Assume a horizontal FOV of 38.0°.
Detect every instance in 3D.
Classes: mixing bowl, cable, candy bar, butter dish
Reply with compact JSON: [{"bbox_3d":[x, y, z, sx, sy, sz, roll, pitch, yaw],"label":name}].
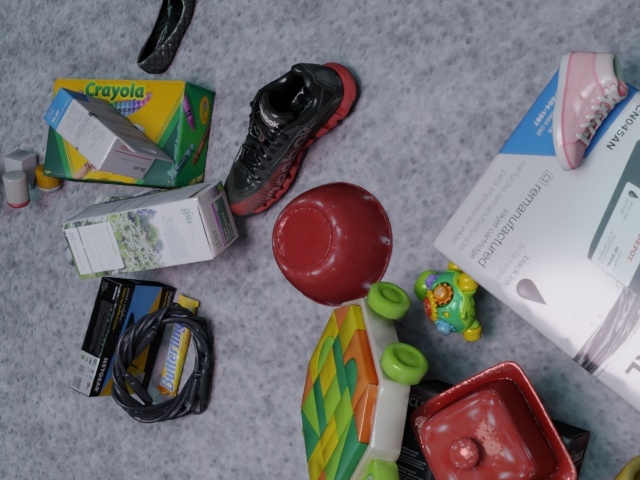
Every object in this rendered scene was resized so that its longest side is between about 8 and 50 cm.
[{"bbox_3d":[0.000,0.000,1.309,0.181,0.098,0.182,-3,83,27],"label":"mixing bowl"},{"bbox_3d":[-0.239,0.182,1.406,0.150,0.047,0.185,3,99,-12],"label":"cable"},{"bbox_3d":[-0.224,0.166,1.460,0.040,0.018,0.162,15,91,29],"label":"candy bar"},{"bbox_3d":[0.179,0.235,1.049,0.160,0.118,0.160,-32,71,20],"label":"butter dish"}]

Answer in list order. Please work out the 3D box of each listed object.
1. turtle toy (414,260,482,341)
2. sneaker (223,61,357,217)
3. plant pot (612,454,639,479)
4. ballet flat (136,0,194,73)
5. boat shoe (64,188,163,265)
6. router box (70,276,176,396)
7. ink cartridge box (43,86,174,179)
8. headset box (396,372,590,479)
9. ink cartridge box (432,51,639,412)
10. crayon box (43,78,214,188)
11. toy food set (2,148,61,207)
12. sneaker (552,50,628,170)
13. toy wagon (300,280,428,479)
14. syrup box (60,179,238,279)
[{"bbox_3d":[0.164,0.075,1.213,0.066,0.130,0.095,-10,110,-6],"label":"turtle toy"},{"bbox_3d":[-0.068,-0.149,1.340,0.097,0.135,0.276,47,108,22],"label":"sneaker"},{"bbox_3d":[0.370,0.400,0.999,0.254,0.254,0.239,43,121,25],"label":"plant pot"},{"bbox_3d":[-0.248,-0.352,1.506,0.057,0.049,0.173,22,95,28],"label":"ballet flat"},{"bbox_3d":[-0.342,-0.039,1.506,0.226,0.083,0.076,-29,73,24],"label":"boat shoe"},{"bbox_3d":[-0.302,0.148,1.438,0.046,0.133,0.179,19,95,30],"label":"router box"},{"bbox_3d":[-0.318,-0.150,1.398,0.180,0.104,0.060,40,104,26],"label":"ink cartridge box"},{"bbox_3d":[0.194,0.317,1.163,0.218,0.110,0.293,15,92,29],"label":"headset box"},{"bbox_3d":[0.377,0.016,1.061,0.395,0.166,0.285,40,103,26],"label":"ink cartridge box"},{"bbox_3d":[-0.313,-0.172,1.505,0.278,0.081,0.165,6,88,29],"label":"crayon box"},{"bbox_3d":[-0.562,-0.093,1.628,0.232,0.111,0.105,14,123,19],"label":"toy food set"},{"bbox_3d":[0.293,-0.142,1.003,0.070,0.051,0.134,2,79,34],"label":"sneaker"},{"bbox_3d":[0.049,0.226,1.159,0.344,0.068,0.267,-100,28,-55],"label":"toy wagon"},{"bbox_3d":[-0.251,-0.015,1.374,0.236,0.096,0.093,-10,107,21],"label":"syrup box"}]
